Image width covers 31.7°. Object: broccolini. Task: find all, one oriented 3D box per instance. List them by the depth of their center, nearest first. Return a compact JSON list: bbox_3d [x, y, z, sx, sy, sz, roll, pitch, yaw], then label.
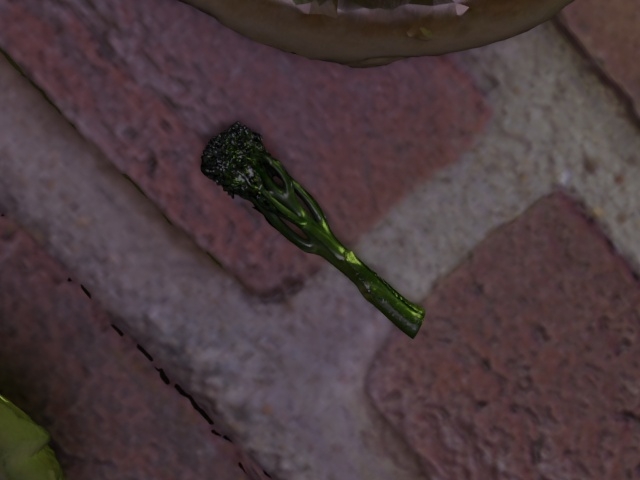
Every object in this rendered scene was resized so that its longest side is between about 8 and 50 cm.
[{"bbox_3d":[0.000,0.000,0.522,0.030,0.035,0.140,-44,107,8],"label":"broccolini"}]

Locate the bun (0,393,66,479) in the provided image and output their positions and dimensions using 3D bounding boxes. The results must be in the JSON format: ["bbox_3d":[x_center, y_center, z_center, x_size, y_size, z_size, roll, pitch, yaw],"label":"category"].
[{"bbox_3d":[-0.187,0.109,0.484,0.166,0.113,0.173,-34,107,9],"label":"bun"}]

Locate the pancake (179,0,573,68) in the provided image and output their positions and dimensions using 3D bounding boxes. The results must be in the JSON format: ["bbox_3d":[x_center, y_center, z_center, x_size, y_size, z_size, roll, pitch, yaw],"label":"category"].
[{"bbox_3d":[0.021,-0.242,0.450,0.356,0.065,0.356,-3,106,-10],"label":"pancake"}]
